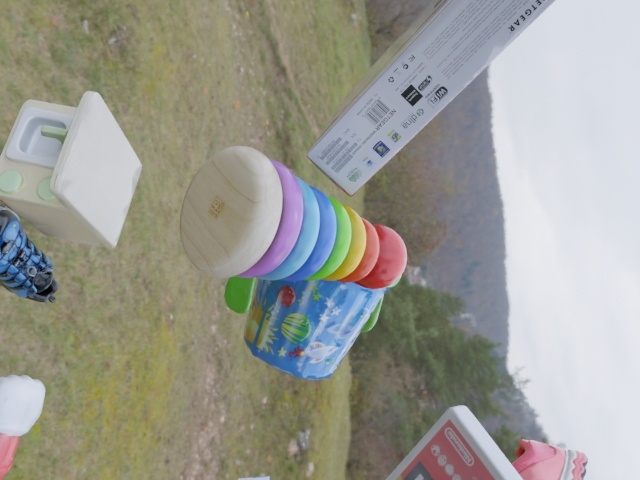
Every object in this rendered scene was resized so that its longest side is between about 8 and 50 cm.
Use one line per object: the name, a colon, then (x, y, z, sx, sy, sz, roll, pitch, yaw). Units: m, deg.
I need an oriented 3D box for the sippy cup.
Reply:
sippy cup: (-0.016, 0.101, 1.026, 0.224, 0.305, 0.240, -66, -165, 5)

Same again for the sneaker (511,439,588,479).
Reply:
sneaker: (0.362, 0.463, 1.059, 0.314, 0.136, 0.116, -36, 139, -53)

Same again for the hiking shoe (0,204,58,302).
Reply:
hiking shoe: (-0.536, 0.029, 1.094, 0.113, 0.132, 0.304, -61, -175, -21)

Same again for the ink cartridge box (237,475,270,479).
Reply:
ink cartridge box: (-0.099, 0.370, 0.917, 0.083, 0.048, 0.028, 100, -14, -66)

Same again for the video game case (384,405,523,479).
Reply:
video game case: (0.096, 0.314, 0.527, 0.025, 0.285, 0.204, 8, 34, -42)

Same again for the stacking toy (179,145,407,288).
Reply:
stacking toy: (0.000, 0.000, 0.748, 0.330, 0.141, 0.141, 18, 58, -47)

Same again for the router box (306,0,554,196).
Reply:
router box: (0.146, -0.248, 0.823, 0.082, 0.335, 0.301, 41, 29, -10)

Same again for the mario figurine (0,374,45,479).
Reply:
mario figurine: (-0.403, 0.220, 0.635, 0.170, 0.198, 0.320, -60, 157, -54)

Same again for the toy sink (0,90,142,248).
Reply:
toy sink: (-0.371, -0.104, 0.889, 0.234, 0.131, 0.153, 92, 10, -72)
